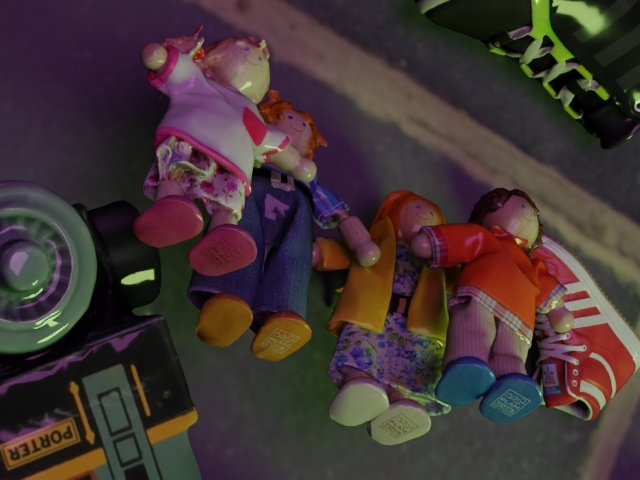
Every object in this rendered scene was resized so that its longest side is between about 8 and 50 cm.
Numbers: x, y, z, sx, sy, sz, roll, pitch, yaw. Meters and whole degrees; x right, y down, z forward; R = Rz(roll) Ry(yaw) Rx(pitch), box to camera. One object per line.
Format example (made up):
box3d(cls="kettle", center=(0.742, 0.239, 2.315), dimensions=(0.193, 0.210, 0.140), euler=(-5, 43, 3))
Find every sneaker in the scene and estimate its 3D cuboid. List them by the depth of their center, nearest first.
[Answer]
box3d(cls="sneaker", center=(0.130, 0.049, 0.945), dimensions=(0.118, 0.042, 0.067), euler=(46, 64, -12))
box3d(cls="sneaker", center=(0.164, -0.104, 0.963), dimensions=(0.234, 0.084, 0.097), euler=(8, 79, -22))

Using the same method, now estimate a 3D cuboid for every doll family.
box3d(cls="doll family", center=(0.000, 0.000, 0.850), dimensions=(0.263, 0.118, 0.163), euler=(29, 42, -17))

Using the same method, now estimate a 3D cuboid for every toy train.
box3d(cls="toy train", center=(-0.207, 0.095, 0.738), dimensions=(0.334, 0.142, 0.190), euler=(-21, 95, -27))
